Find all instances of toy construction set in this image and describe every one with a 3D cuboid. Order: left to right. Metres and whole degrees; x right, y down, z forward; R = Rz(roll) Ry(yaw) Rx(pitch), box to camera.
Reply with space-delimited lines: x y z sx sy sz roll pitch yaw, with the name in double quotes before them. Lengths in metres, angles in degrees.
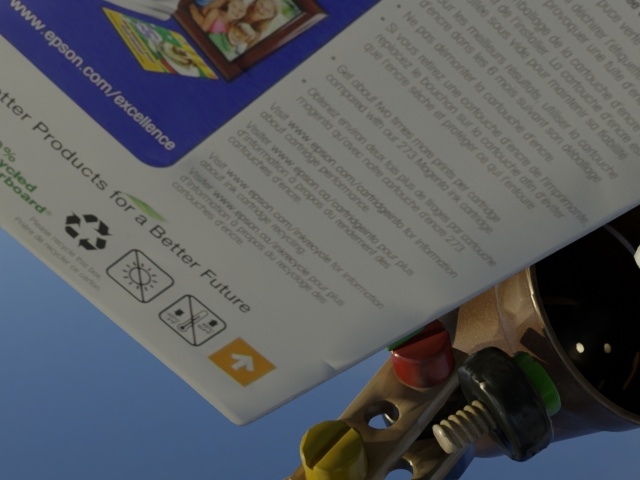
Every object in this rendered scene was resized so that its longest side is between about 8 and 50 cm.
"toy construction set" 0.033 0.202 0.785 0.237 0.257 0.309 -31 164 -10

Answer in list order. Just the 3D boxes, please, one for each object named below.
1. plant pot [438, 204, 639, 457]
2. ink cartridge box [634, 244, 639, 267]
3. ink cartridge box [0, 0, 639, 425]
"plant pot" 0.145 0.062 0.918 0.167 0.167 0.165 -3 160 -36
"ink cartridge box" 0.263 0.014 0.452 0.060 0.239 0.275 -13 -127 -42
"ink cartridge box" 0.038 -0.083 0.388 0.371 0.176 0.069 -32 -157 39
